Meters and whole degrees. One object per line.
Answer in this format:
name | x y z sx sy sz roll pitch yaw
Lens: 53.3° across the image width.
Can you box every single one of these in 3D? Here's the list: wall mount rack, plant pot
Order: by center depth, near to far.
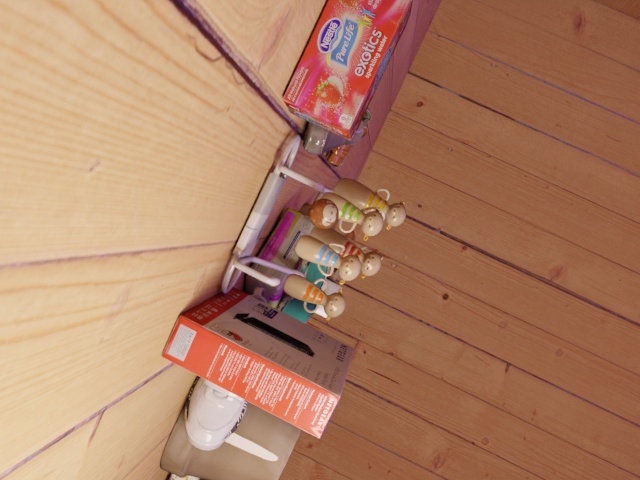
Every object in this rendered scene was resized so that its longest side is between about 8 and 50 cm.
wall mount rack | -0.068 -0.030 1.314 0.350 0.130 0.304 -64 176 4
plant pot | -0.208 0.496 1.636 0.323 0.280 0.323 -63 175 -10

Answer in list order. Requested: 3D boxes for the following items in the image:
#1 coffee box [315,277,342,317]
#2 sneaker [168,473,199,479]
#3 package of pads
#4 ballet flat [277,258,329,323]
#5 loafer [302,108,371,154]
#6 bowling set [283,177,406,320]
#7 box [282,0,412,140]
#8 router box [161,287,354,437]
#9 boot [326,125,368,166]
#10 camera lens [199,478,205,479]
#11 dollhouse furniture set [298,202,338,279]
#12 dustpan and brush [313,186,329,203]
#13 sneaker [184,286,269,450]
coffee box | -0.040 0.160 2.145 0.119 0.168 0.297 -64 -176 -1
sneaker | -0.390 0.671 1.689 0.292 0.108 0.169 -80 -169 -80
package of pads | -0.106 0.077 1.643 0.229 0.101 0.297 -61 174 -29
ballet flat | -0.042 0.122 1.542 0.241 0.091 0.077 -61 -161 22
loafer | 0.045 -0.263 1.440 0.319 0.111 0.112 -58 172 -57
bowling set | 0.045 0.007 1.183 0.287 0.154 0.200 -63 172 -5
box | 0.049 -0.318 1.094 0.257 0.128 0.122 -64 175 2
router box | -0.097 0.211 1.209 0.082 0.301 0.335 -64 176 7
boot | 0.075 -0.292 1.923 0.152 0.072 0.197 -66 163 6
camera lens | -0.288 0.663 1.973 0.219 0.219 0.274 -61 174 -41
dollhouse furniture set | 0.000 0.000 1.902 0.129 0.183 0.129 -58 172 -56
dustpan and brush | -0.006 -0.088 2.133 0.211 0.060 0.147 -53 167 -70
sneaker | -0.203 0.277 1.445 0.210 0.137 0.366 107 5 -55
